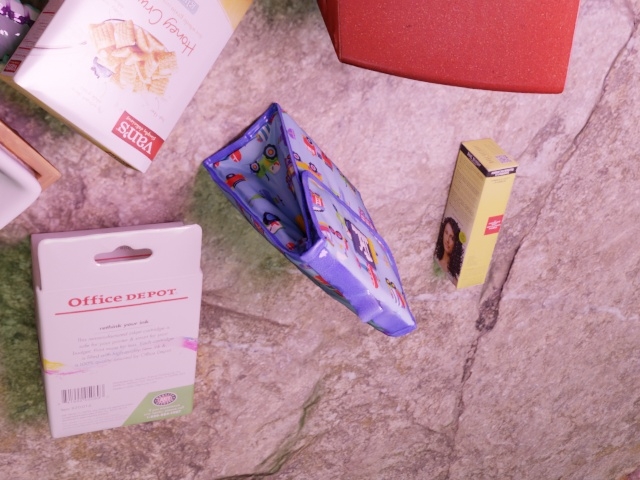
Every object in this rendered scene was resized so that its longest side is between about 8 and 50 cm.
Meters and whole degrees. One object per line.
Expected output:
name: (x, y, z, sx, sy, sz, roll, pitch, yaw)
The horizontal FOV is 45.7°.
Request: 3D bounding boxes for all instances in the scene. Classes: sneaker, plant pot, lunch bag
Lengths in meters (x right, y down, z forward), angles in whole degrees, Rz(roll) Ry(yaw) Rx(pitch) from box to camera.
sneaker: (-0.331, -0.198, 0.755, 0.223, 0.083, 0.098, 32, 72, -45)
plant pot: (0.115, -0.320, 0.803, 0.235, 0.267, 0.267, -7, 131, -4)
lunch bag: (0.000, 0.000, 0.965, 0.138, 0.293, 0.221, -39, 134, 8)

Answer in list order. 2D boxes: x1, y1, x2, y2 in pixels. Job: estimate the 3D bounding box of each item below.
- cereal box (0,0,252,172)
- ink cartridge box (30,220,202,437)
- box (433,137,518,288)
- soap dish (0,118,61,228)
cereal box: (-0.193, -0.215, 0.794, 0.173, 0.047, 0.240, 38, 77, -43)
ink cartridge box: (-0.276, 0.096, 1.028, 0.207, 0.119, 0.354, -6, 130, -22)
box: (0.241, -0.039, 1.199, 0.058, 0.087, 0.232, -9, 129, -20)
soap dish: (-0.457, -0.099, 0.778, 0.229, 0.118, 0.291, -36, 133, 5)
